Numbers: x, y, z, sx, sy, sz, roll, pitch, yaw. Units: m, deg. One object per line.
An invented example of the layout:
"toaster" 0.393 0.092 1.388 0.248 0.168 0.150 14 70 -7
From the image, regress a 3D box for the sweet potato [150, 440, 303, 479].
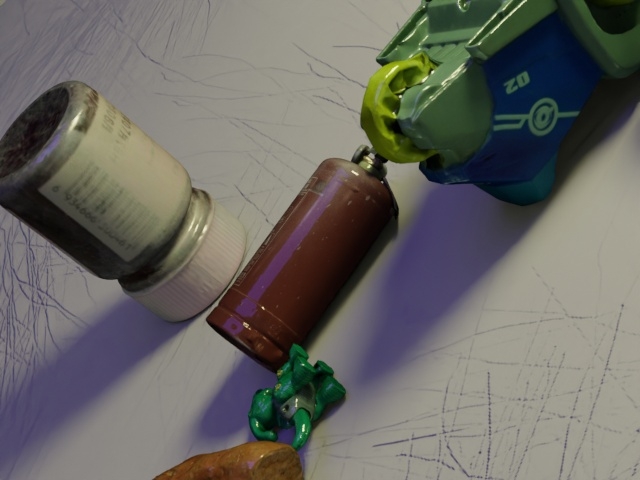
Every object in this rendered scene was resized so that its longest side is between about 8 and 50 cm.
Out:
"sweet potato" -0.114 0.247 1.153 0.251 0.097 0.097 -29 36 35

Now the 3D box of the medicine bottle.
"medicine bottle" -0.227 -0.040 1.431 0.165 0.273 0.165 -30 36 26

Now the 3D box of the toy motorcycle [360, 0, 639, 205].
"toy motorcycle" 0.174 -0.153 1.154 0.191 0.200 0.326 4 48 53

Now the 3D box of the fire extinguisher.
"fire extinguisher" 0.000 0.000 1.272 0.269 0.105 0.104 -53 31 -10

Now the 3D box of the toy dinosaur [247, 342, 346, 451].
"toy dinosaur" -0.029 0.157 1.186 0.096 0.059 0.132 -52 22 10
